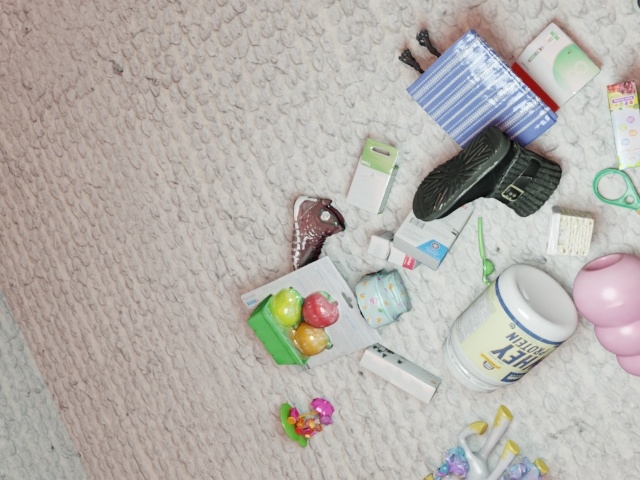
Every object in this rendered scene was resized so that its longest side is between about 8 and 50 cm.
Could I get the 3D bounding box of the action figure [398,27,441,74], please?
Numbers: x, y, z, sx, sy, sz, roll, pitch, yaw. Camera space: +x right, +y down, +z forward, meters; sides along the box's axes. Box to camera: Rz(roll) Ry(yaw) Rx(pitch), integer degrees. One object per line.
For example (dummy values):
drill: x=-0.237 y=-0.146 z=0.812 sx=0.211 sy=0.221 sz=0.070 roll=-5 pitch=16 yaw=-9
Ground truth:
action figure: x=0.332 y=-0.442 z=1.814 sx=0.164 sy=0.141 sz=0.275 roll=-43 pitch=78 yaw=22

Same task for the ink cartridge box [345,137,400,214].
ink cartridge box: x=0.163 y=-0.193 z=1.970 sx=0.109 sy=0.062 sz=0.209 roll=24 pitch=107 yaw=18

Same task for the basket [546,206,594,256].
basket: x=0.654 y=-0.022 z=1.728 sx=0.103 sy=0.167 sz=0.113 roll=8 pitch=102 yaw=18

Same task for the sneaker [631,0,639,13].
sneaker: x=0.852 y=-0.668 z=1.531 sx=0.102 sy=0.146 sz=0.293 roll=21 pitch=110 yaw=1

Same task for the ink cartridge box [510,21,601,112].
ink cartridge box: x=0.594 y=-0.433 z=1.747 sx=0.225 sy=0.056 sz=0.181 roll=-44 pitch=80 yaw=22

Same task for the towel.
towel: x=0.425 y=-0.360 z=1.734 sx=0.336 sy=0.040 sz=0.243 roll=43 pitch=126 yaw=-8

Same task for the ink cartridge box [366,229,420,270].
ink cartridge box: x=0.227 y=0.026 z=1.952 sx=0.150 sy=0.109 sz=0.063 roll=22 pitch=108 yaw=19

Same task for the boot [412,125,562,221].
boot: x=0.447 y=-0.130 z=1.767 sx=0.348 sy=0.260 sz=0.131 roll=-40 pitch=41 yaw=35

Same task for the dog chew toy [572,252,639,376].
dog chew toy: x=0.793 y=0.202 z=1.694 sx=0.207 sy=0.206 sz=0.332 roll=-24 pitch=97 yaw=25

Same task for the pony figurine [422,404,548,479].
pony figurine: x=0.474 y=0.713 z=1.901 sx=0.363 sy=0.303 sz=0.351 roll=-53 pitch=45 yaw=25

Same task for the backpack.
backpack: x=0.184 y=0.172 z=1.953 sx=0.144 sy=0.188 sz=0.166 roll=-20 pitch=90 yaw=25

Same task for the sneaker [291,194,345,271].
sneaker: x=0.000 y=0.000 z=2.053 sx=0.163 sy=0.106 sz=0.281 roll=1 pitch=99 yaw=20

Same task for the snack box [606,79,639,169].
snack box: x=0.763 y=-0.285 z=1.629 sx=0.070 sy=0.174 sz=0.207 roll=-7 pitch=97 yaw=28

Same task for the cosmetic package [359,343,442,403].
cosmetic package: x=0.247 y=0.402 z=2.014 sx=0.239 sy=0.099 sz=0.060 roll=28 pitch=109 yaw=17

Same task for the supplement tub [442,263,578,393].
supplement tub: x=0.501 y=0.245 z=1.774 sx=0.235 sy=0.235 sz=0.325 roll=43 pitch=130 yaw=12

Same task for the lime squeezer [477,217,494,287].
lime squeezer: x=0.505 y=0.088 z=1.871 sx=0.110 sy=0.059 sz=0.310 roll=-39 pitch=82 yaw=24

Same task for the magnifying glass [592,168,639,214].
magnifying glass: x=0.818 y=-0.101 z=1.721 sx=0.231 sy=0.026 sz=0.092 roll=42 pitch=112 yaw=14

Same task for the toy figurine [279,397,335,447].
toy figurine: x=-0.023 y=0.590 z=2.168 sx=0.159 sy=0.130 sz=0.173 roll=-25 pitch=110 yaw=16

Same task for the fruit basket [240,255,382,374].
fruit basket: x=-0.032 y=0.237 z=2.058 sx=0.353 sy=0.165 sz=0.327 roll=-28 pitch=105 yaw=22

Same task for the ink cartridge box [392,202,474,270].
ink cartridge box: x=0.320 y=-0.040 z=1.858 sx=0.148 sy=0.086 sz=0.203 roll=31 pitch=69 yaw=16
